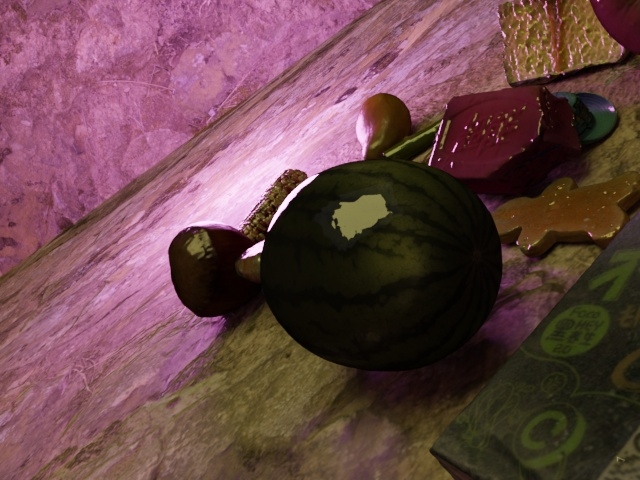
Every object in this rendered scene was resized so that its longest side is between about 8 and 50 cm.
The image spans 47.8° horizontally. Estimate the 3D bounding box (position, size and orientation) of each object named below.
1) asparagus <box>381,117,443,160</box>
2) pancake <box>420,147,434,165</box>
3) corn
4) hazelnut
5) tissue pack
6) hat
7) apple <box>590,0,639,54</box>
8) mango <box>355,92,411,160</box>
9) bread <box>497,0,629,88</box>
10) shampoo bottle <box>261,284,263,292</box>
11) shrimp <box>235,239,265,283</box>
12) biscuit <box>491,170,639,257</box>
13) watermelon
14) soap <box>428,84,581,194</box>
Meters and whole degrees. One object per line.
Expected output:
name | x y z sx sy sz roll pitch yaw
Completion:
asparagus | 0.214 -0.212 1.523 0.178 0.041 0.045 -31 47 6
pancake | 0.248 -0.150 1.374 0.199 0.021 0.199 -33 23 16
corn | -0.119 -0.041 1.617 0.098 0.098 0.290 -1 50 56
hazelnut | -0.198 0.054 1.455 0.208 0.208 0.208 -32 23 15
tissue pack | 0.321 0.115 0.613 0.394 0.124 0.288 -44 25 -16
hat | 0.383 -0.199 1.186 0.190 0.078 0.138 -6 39 53
apple | 0.562 -0.413 1.083 0.234 0.306 0.305 -21 11 -32
mango | 0.141 -0.253 1.641 0.136 0.099 0.228 -22 35 24
bread | 0.476 -0.391 1.376 0.266 0.141 0.178 -1 83 54
shampoo bottle | -0.050 0.084 1.317 0.103 0.061 0.258 -37 21 -7
shrimp | 0.000 0.000 1.281 0.360 0.085 0.247 -12 17 40
biscuit | 0.332 -0.034 1.008 0.234 0.030 0.153 -10 34 50
watermelon | 0.066 0.032 0.949 0.279 0.279 0.359 -48 25 -24
soap | 0.294 -0.158 1.144 0.250 0.099 0.162 7 77 60
